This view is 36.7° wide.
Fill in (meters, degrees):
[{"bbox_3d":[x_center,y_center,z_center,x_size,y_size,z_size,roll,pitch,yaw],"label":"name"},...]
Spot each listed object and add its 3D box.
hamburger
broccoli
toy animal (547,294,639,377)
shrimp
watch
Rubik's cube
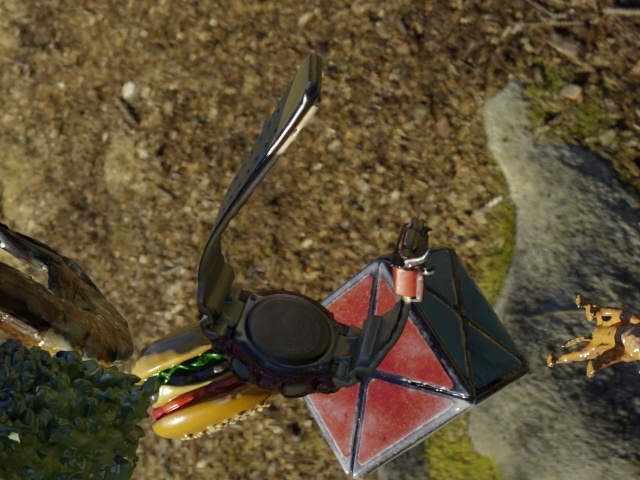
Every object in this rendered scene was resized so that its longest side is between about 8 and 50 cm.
[{"bbox_3d":[-0.116,0.141,1.014,0.162,0.162,0.115,-28,81,35],"label":"hamburger"},{"bbox_3d":[-0.177,0.241,0.659,0.275,0.353,0.397,-40,38,-22],"label":"broccoli"},{"bbox_3d":[0.413,0.142,1.400,0.255,0.116,0.114,174,105,-83],"label":"toy animal"},{"bbox_3d":[-0.392,0.048,1.257,0.071,0.365,0.233,-47,29,12],"label":"shrimp"},{"bbox_3d":[0.002,0.007,0.712,0.268,0.165,0.102,-57,10,41],"label":"watch"},{"bbox_3d":[0.128,0.177,1.496,0.255,0.260,0.259,-38,77,26],"label":"Rubik's cube"}]
